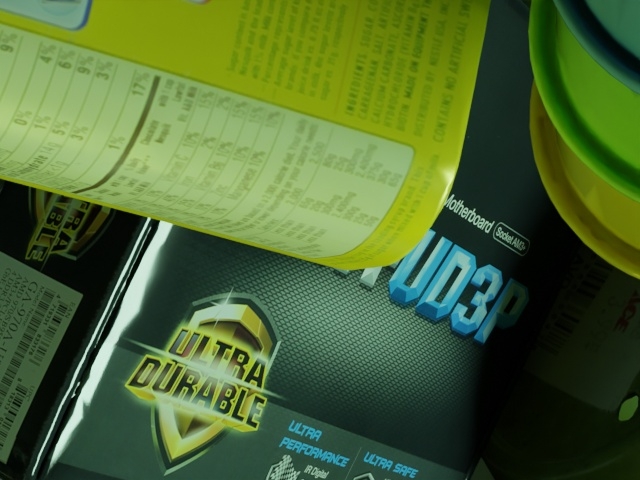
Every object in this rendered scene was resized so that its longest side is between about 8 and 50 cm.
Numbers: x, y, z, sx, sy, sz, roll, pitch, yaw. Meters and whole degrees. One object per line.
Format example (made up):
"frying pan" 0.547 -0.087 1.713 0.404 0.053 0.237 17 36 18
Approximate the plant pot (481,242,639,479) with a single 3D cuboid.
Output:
"plant pot" 0.199 0.095 0.710 0.293 0.275 0.274 35 161 -27

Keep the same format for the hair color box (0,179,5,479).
"hair color box" -0.150 0.009 0.606 0.185 0.114 0.374 14 -166 39

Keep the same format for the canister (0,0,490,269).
"canister" -0.051 -0.069 0.387 0.169 0.126 0.073 15 170 -24

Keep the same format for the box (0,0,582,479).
"box" 0.000 0.000 0.552 0.051 0.175 0.220 24 177 33

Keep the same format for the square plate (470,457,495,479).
"square plate" 0.100 0.138 0.918 0.344 0.347 0.049 12 132 -27

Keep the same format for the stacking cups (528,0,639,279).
"stacking cups" 0.075 -0.063 0.339 0.096 0.096 0.316 11 170 11
